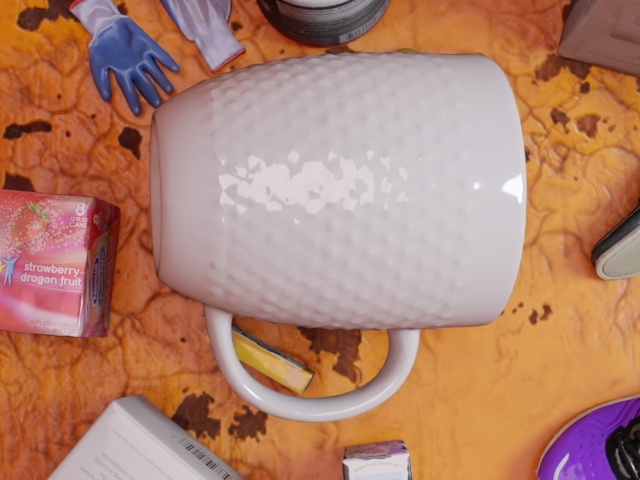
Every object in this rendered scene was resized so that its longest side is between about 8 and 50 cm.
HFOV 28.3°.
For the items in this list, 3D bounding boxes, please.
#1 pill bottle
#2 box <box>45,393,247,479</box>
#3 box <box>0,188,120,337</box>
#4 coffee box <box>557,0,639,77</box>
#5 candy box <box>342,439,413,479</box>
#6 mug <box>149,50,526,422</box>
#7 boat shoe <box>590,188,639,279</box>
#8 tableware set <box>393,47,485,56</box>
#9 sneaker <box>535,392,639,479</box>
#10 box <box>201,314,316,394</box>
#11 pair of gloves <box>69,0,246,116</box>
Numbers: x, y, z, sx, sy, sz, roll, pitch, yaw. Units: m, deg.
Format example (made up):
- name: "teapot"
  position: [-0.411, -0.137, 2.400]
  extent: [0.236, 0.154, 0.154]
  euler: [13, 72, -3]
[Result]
- name: "pill bottle"
  position: [-0.002, -0.304, 1.295]
  extent: [0.161, 0.283, 0.161]
  euler: [0, 86, 3]
- name: "box"
  position: [-0.229, 0.361, 1.319]
  extent: [0.215, 0.168, 0.345]
  euler: [39, 88, 4]
- name: "box"
  position: [-0.380, 0.018, 1.362]
  extent: [0.300, 0.142, 0.154]
  euler: [6, 86, 3]
- name: "coffee box"
  position: [0.461, -0.331, 1.248]
  extent: [0.338, 0.338, 0.334]
  euler: [15, 87, 3]
- name: "candy box"
  position: [0.068, 0.311, 1.309]
  extent: [0.070, 0.165, 0.196]
  euler: [-7, 86, 2]
- name: "mug"
  position: [0.000, 0.000, 1.258]
  extent: [0.328, 0.276, 0.373]
  euler: [-1, 101, -11]
- name: "boat shoe"
  position: [0.385, -0.045, 1.375]
  extent: [0.233, 0.084, 0.079]
  euler: [-41, 47, 6]
- name: "tableware set"
  position: [0.117, -0.168, 1.413]
  extent: [0.154, 0.024, 0.104]
  euler: [-20, 82, 2]
- name: "sneaker"
  position: [0.363, 0.201, 1.312]
  extent: [0.293, 0.146, 0.102]
  euler: [-24, 85, 1]
- name: "box"
  position: [-0.071, 0.121, 1.371]
  extent: [0.136, 0.081, 0.028]
  euler: [27, 88, 5]
- name: "pair of gloves"
  position: [-0.179, -0.242, 1.431]
  extent: [0.198, 0.023, 0.159]
  euler: [-31, 85, 1]
